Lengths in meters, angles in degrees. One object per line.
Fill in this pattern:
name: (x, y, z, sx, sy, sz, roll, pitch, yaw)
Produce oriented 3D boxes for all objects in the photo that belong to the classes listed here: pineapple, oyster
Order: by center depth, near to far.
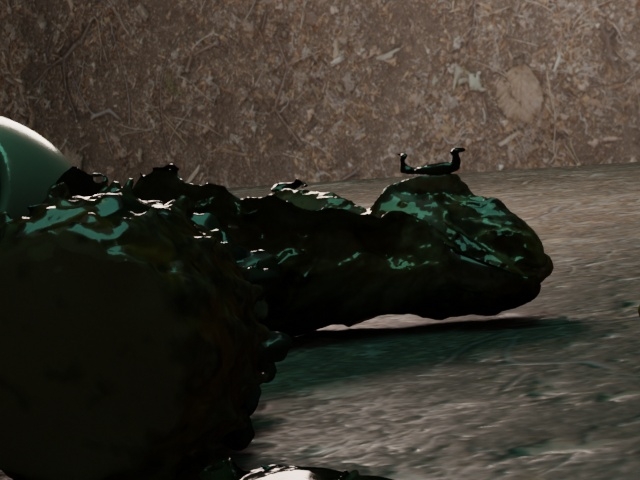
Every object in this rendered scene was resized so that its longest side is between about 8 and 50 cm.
pineapple: (-0.087, 0.034, 0.900, 0.141, 0.170, 0.310, -41, -3, 9)
oyster: (0.001, 0.001, 1.318, 0.337, 0.133, 0.198, 0, 8, 8)

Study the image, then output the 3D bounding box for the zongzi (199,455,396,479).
zongzi: (0.030, 0.109, 0.526, 0.130, 0.062, 0.154, 5, 9, -10)

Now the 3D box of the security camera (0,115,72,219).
security camera: (-0.264, 0.005, 1.309, 0.194, 0.195, 0.236, -9, 11, -36)

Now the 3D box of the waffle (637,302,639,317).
waffle: (0.318, 0.032, 1.052, 0.291, 0.051, 0.291, -3, 5, 0)
